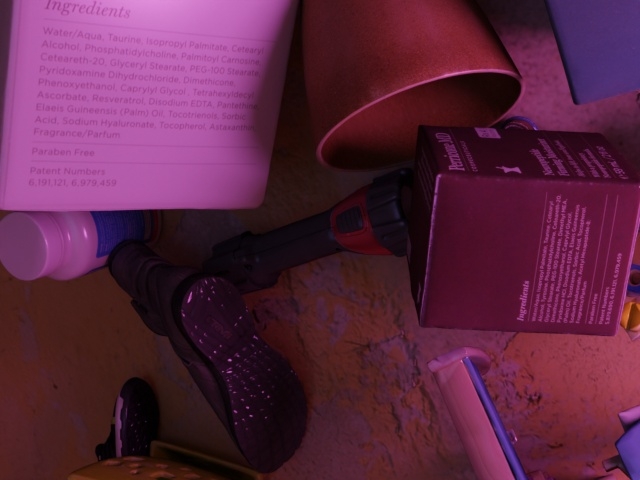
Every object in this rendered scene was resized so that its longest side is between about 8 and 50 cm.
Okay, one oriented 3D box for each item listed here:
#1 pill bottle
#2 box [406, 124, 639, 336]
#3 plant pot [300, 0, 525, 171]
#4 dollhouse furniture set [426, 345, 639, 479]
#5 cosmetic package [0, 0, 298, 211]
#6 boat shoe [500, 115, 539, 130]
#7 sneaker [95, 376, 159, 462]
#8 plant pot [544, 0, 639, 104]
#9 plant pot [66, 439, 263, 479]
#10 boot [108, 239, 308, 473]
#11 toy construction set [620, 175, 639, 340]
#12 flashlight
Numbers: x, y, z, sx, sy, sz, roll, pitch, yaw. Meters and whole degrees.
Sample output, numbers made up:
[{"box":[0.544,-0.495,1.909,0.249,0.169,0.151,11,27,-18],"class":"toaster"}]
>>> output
[{"box":[-0.329,-0.015,1.353,0.124,0.221,0.124,6,104,27],"class":"pill bottle"},{"box":[0.201,-0.014,1.023,0.203,0.168,0.167,3,114,-2],"class":"box"},{"box":[0.074,-0.241,1.102,0.237,0.237,0.255,-25,74,30],"class":"plant pot"},{"box":[0.315,0.179,1.084,0.303,0.286,0.198,-26,68,11],"class":"dollhouse furniture set"},{"box":[-0.245,-0.267,1.131,0.329,0.327,0.394,34,118,49],"class":"cosmetic package"},{"box":[0.218,-0.050,1.139,0.066,0.066,0.183,9,105,26],"class":"boat shoe"},{"box":[-0.306,0.315,1.495,0.097,0.084,0.235,11,106,27],"class":"sneaker"},{"box":[0.293,-0.286,0.939,0.165,0.165,0.234,-12,121,29],"class":"plant pot"},{"box":[-0.205,0.416,1.392,0.227,0.207,0.228,10,106,27],"class":"plant pot"},{"box":[-0.151,0.150,1.360,0.222,0.118,0.338,20,137,50],"class":"boot"},{"box":[0.445,-0.026,0.973,0.327,0.151,0.215,-10,74,23],"class":"toy construction set"},{"box":[0.000,0.000,1.256,0.304,0.103,0.103,-20,118,35],"class":"flashlight"}]
